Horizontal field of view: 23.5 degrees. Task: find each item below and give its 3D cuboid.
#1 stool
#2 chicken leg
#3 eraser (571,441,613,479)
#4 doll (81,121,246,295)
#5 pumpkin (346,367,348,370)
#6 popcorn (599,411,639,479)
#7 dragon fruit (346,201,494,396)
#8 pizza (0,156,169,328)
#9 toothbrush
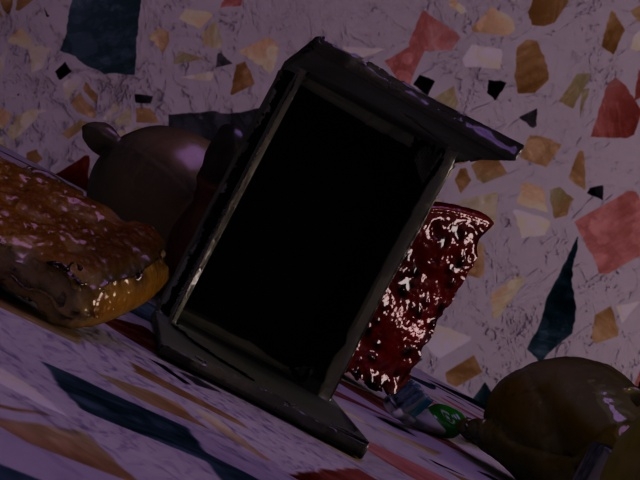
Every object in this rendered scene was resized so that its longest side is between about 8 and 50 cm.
[{"bbox_3d":[0.000,0.000,1.161,0.170,0.243,0.270,27,-1,-6],"label":"stool"},{"bbox_3d":[0.282,0.222,1.434,0.201,0.152,0.429,15,11,-19],"label":"chicken leg"},{"bbox_3d":[0.309,0.240,0.807,0.404,0.096,0.098,28,0,3],"label":"eraser"},{"bbox_3d":[-0.102,0.000,1.494,0.330,0.174,0.235,27,-24,45],"label":"doll"},{"bbox_3d":[-0.010,0.118,1.480,0.050,0.028,0.083,21,5,-36],"label":"pumpkin"},{"bbox_3d":[0.242,0.157,0.570,0.286,0.173,0.225,33,8,5],"label":"popcorn"},{"bbox_3d":[0.005,0.081,1.830,0.302,0.240,0.330,-3,-9,-27],"label":"dragon fruit"},{"bbox_3d":[-0.206,-0.006,0.966,0.226,0.069,0.147,25,21,-6],"label":"pizza"},{"bbox_3d":[0.133,0.196,1.650,0.042,0.040,0.418,51,4,21],"label":"toothbrush"}]
